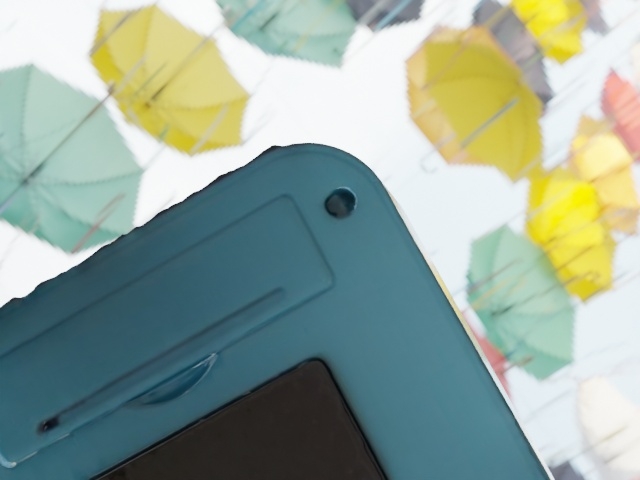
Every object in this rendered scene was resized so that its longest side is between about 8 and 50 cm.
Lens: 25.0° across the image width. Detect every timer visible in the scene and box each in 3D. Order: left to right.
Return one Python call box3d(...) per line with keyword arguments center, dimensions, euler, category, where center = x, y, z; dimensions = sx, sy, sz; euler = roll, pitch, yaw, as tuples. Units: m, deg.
box3d(center=(-0.025, 0.113, 0.606), dimensions=(0.250, 0.232, 0.091), euler=(63, -173, 13), category="timer")
